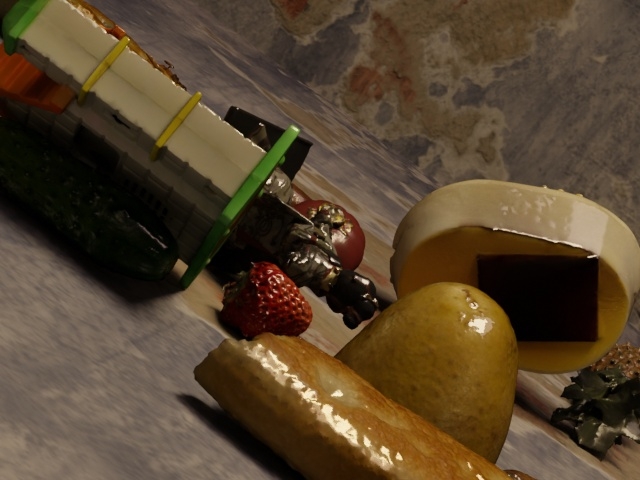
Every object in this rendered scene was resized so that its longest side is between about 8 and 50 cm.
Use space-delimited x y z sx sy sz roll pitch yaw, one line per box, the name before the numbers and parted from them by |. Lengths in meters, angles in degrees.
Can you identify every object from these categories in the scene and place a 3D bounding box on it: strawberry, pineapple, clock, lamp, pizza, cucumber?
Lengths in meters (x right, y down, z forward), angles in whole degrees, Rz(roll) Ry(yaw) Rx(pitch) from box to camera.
strawberry | -0.045 0.059 1.720 0.083 0.073 0.073 35 9 -13
pineapple | 0.360 0.190 2.405 0.130 0.119 0.277 56 13 4
clock | -0.165 -0.099 1.648 0.255 0.106 0.220 38 -20 -1
lamp | 0.000 0.000 2.118 0.101 0.090 0.101 14 42 -13
pizza | 0.054 0.171 1.510 0.365 0.074 0.182 31 12 -26
cucumber | -0.213 -0.038 1.610 0.227 0.069 0.069 35 9 14

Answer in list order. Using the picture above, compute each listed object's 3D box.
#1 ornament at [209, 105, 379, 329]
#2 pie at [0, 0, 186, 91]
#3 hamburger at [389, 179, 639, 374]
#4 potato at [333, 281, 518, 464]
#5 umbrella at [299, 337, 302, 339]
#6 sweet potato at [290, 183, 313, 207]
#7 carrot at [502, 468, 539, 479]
ornament | -0.012 0.000 1.818 0.196 0.153 0.166 34 8 29
pie | -0.294 -0.251 2.324 0.315 0.092 0.315 38 5 -4
hamburger | 0.227 0.038 2.253 0.295 0.227 0.151 15 31 2
potato | 0.112 0.118 1.757 0.178 0.158 0.203 34 13 -6
umbrella | -0.019 0.112 1.696 0.027 0.025 0.165 57 8 -9
sweet potato | -0.013 -0.022 2.315 0.117 0.049 0.049 41 9 -8
carrot | 0.209 0.246 1.783 0.047 0.047 0.191 43 11 37
